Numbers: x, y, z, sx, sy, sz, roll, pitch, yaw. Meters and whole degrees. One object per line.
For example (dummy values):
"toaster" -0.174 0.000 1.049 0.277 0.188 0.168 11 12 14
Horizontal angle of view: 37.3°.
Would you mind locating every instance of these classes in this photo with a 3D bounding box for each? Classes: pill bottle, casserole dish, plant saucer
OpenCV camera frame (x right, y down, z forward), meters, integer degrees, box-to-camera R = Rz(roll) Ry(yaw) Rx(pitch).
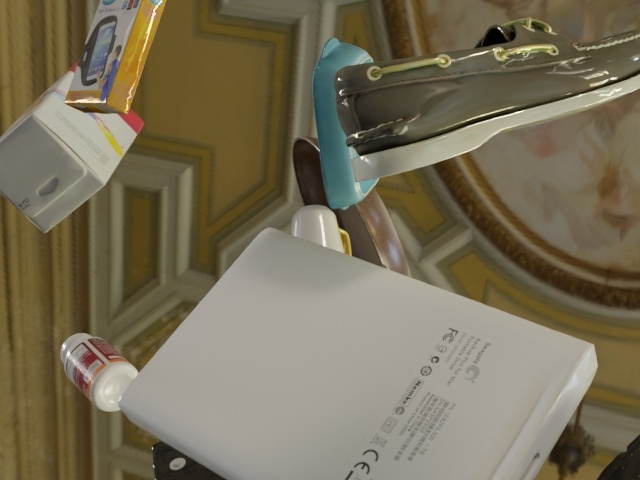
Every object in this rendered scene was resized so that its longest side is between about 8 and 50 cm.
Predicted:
"pill bottle" -0.363 0.209 1.542 0.152 0.086 0.086 29 -57 47
"casserole dish" 0.034 -0.120 1.003 0.036 0.114 0.189 5 -60 22
"plant saucer" 0.049 -0.010 1.314 0.050 0.310 0.311 -26 -80 -12

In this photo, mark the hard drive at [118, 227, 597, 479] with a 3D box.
"hard drive" 0.018 0.109 0.705 0.307 0.203 0.040 19 -31 37

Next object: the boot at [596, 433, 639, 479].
"boot" 0.195 0.245 0.512 0.222 0.338 0.118 30 -22 55

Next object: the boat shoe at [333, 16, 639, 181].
"boat shoe" 0.152 -0.132 0.770 0.109 0.304 0.091 -8 -79 68

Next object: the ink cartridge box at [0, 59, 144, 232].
"ink cartridge box" -0.340 -0.125 1.250 0.128 0.176 0.127 -34 -68 25

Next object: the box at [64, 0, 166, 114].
"box" -0.190 -0.186 0.886 0.081 0.028 0.136 9 -99 47

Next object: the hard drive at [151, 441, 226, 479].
"hard drive" -0.027 0.284 0.910 0.236 0.339 0.064 -19 -60 -8

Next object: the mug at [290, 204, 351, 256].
"mug" -0.004 0.000 1.016 0.062 0.078 0.064 -9 -110 9
